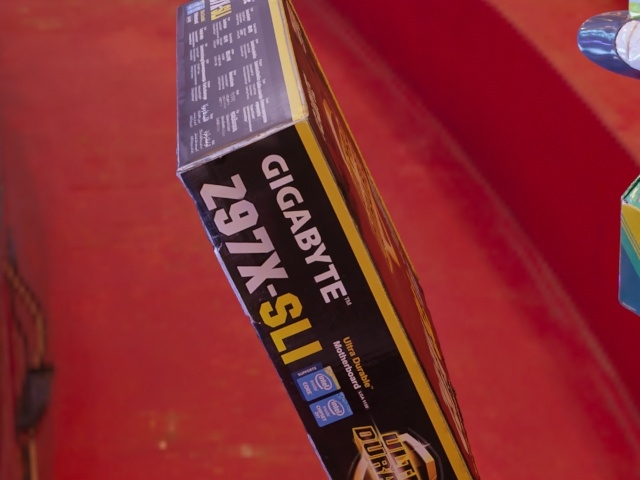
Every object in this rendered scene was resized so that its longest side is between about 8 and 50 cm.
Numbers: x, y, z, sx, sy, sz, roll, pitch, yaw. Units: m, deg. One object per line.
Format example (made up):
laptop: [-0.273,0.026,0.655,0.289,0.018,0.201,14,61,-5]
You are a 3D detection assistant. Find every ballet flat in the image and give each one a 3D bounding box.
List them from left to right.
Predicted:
ballet flat: [0.354,-0.185,1.722,0.203,0.074,0.074,18,25,7]

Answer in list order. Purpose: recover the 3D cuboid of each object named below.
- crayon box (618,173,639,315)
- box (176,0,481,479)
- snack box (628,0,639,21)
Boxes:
crayon box: [0.392,0.049,1.496,0.278,0.165,0.081,31,65,27]
box: [0.000,0.000,1.037,0.079,0.257,0.322,-22,22,4]
snack box: [0.176,-0.123,0.660,0.141,0.100,0.037,4,-3,-39]
